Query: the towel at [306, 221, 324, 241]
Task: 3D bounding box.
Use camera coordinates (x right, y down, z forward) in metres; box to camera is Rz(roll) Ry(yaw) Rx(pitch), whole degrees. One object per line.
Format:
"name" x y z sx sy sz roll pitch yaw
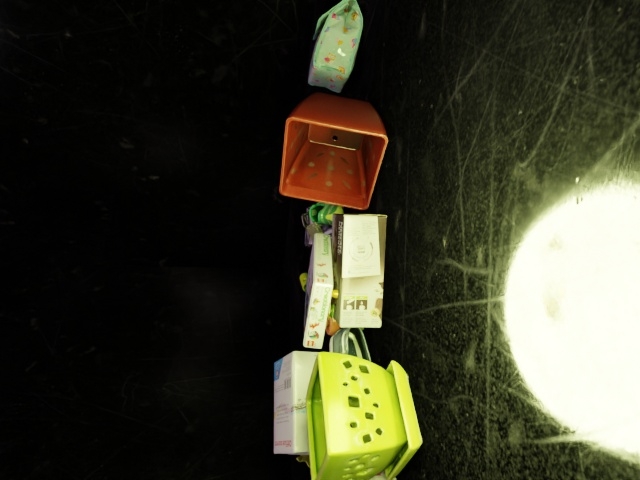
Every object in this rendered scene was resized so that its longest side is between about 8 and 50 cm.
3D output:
"towel" 0.000 0.000 1.748 0.148 0.027 0.110 62 161 -5

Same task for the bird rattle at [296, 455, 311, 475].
"bird rattle" -0.019 0.896 1.837 0.253 0.143 0.207 108 145 -69

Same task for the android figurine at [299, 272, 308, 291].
"android figurine" -0.002 0.228 1.761 0.248 0.056 0.273 59 -176 -27

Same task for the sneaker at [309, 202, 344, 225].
"sneaker" 0.015 -0.123 1.800 0.295 0.123 0.109 -130 42 -77

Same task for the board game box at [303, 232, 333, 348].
"board game box" -0.007 0.127 1.273 0.305 0.053 0.193 -90 9 -65

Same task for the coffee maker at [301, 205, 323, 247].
"coffee maker" -0.010 -0.052 2.041 0.171 0.120 0.178 23 -112 -74

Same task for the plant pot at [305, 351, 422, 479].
"plant pot" 0.087 0.395 1.004 0.228 0.207 0.227 101 168 -45

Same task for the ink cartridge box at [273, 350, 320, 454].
"ink cartridge box" -0.020 0.486 1.363 0.198 0.197 0.270 134 139 -57

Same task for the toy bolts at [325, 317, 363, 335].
"toy bolts" 0.036 0.204 1.496 0.228 0.158 0.218 126 145 -74

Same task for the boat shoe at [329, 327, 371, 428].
"boat shoe" 0.094 0.377 1.256 0.099 0.116 0.319 -52 34 40

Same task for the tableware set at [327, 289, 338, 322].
"tableware set" 0.027 0.179 1.252 0.154 0.024 0.104 103 173 -60

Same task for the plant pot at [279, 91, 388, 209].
"plant pot" 0.039 -0.283 1.344 0.267 0.267 0.235 102 178 -46

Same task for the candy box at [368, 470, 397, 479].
"candy box" 0.087 0.576 1.115 0.233 0.159 0.071 -159 71 -79

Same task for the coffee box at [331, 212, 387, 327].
"coffee box" 0.099 0.073 1.263 0.168 0.119 0.297 -148 60 -80

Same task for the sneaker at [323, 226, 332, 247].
"sneaker" 0.046 0.057 1.662 0.282 0.099 0.153 106 167 -60

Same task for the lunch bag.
"lunch bag" 0.052 -0.684 1.601 0.223 0.160 0.262 -144 68 -83

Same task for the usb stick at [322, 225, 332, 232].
"usb stick" 0.042 0.025 1.848 0.278 0.045 0.077 -97 12 -46
